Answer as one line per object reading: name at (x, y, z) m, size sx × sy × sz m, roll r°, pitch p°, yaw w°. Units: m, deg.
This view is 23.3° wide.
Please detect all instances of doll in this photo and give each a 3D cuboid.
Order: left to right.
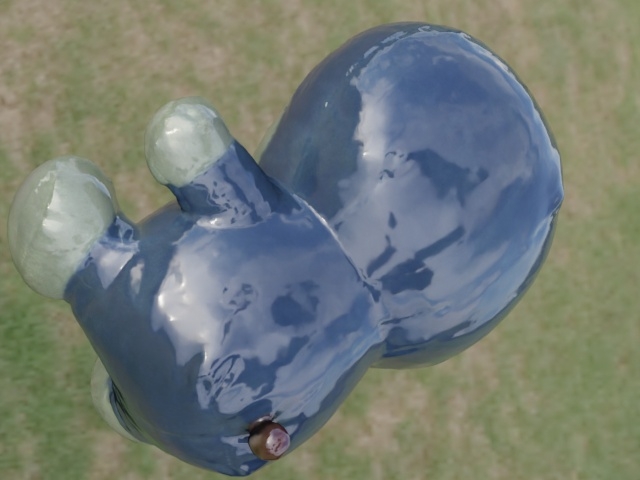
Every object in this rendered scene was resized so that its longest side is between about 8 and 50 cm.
doll at (0.000, 0.000, 0.759) m, size 0.258 × 0.154 × 0.228 m, roll -39°, pitch 140°, yaw -21°
